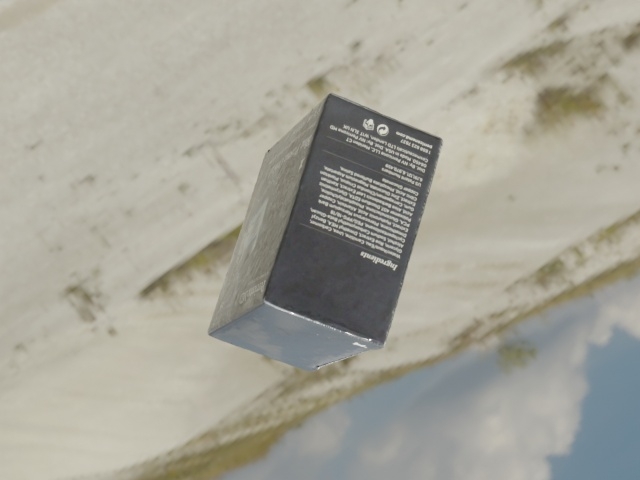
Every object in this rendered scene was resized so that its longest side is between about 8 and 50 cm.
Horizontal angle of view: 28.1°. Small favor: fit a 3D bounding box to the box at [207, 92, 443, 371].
[{"bbox_3d":[0.000,0.000,0.919,0.156,0.093,0.158,147,-38,-67],"label":"box"}]
